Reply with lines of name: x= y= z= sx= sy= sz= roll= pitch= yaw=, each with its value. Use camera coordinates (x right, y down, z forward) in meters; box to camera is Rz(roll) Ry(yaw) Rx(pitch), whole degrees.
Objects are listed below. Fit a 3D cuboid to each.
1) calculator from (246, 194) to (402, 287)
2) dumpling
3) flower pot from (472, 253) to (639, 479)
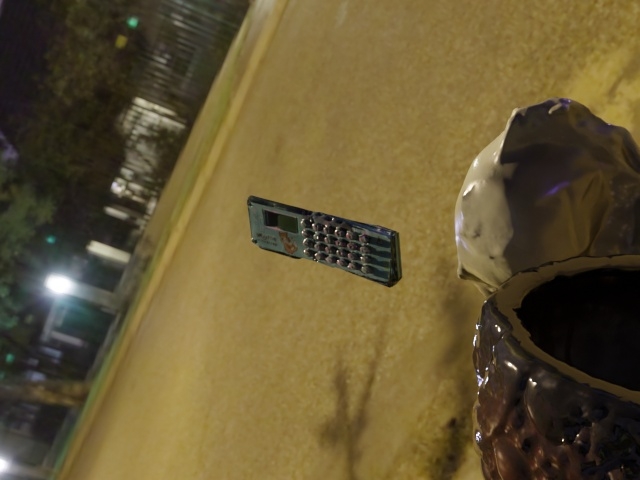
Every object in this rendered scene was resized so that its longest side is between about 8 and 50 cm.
calculator: x=0.000 y=0.000 z=0.812 sx=0.172 sy=0.018 sz=0.057 roll=16 pitch=122 yaw=36
dumpling: x=0.229 y=-0.018 z=0.881 sx=0.147 sy=0.193 sz=0.258 roll=-54 pitch=-13 yaw=-48
flower pot: x=0.221 y=0.175 z=0.586 sx=0.266 sy=0.267 sz=0.267 roll=-115 pitch=26 yaw=-69
